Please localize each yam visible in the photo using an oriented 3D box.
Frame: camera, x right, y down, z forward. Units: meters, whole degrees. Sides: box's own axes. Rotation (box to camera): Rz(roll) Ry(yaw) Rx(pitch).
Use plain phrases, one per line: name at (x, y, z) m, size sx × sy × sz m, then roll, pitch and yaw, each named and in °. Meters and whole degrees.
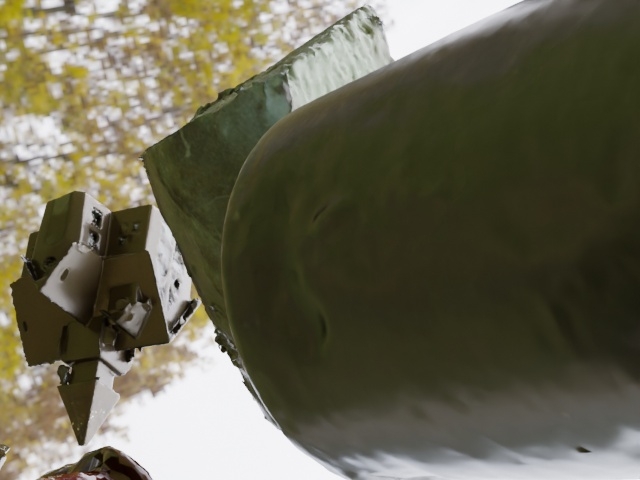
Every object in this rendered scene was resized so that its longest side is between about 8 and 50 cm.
yam at (-0.005, 0.003, 0.939) m, size 0.201 × 0.202 × 0.271 m, roll -24°, pitch -82°, yaw 40°

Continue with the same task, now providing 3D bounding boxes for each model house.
model house at (-0.245, 0.093, 1.332) m, size 0.181 × 0.176 × 0.248 m, roll -13°, pitch -124°, yaw 21°

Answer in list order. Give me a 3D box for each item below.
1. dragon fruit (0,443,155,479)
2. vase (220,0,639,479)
dragon fruit at (-0.091, 0.145, 0.263) m, size 0.205 × 0.317 × 0.152 m, roll 54°, pitch -19°, yaw -6°
vase at (0.113, -0.004, 0.465) m, size 0.291 × 0.245 × 0.245 m, roll -17°, pitch -87°, yaw 41°
